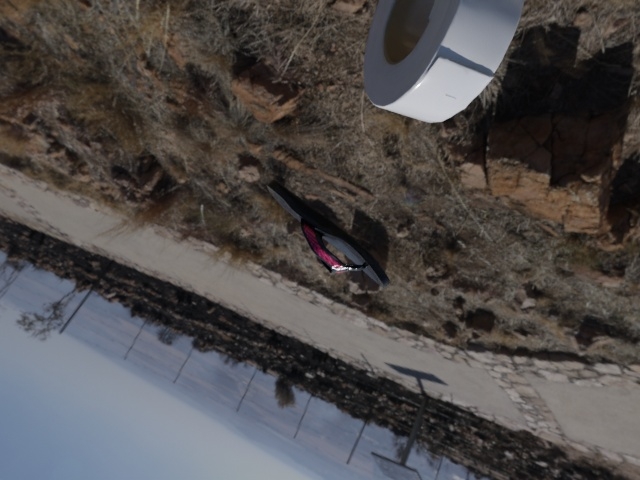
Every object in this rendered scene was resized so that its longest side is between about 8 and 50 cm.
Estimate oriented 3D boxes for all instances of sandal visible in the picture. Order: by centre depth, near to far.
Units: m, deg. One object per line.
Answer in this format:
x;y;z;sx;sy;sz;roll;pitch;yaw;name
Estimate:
0.000;0.000;0.493;0.179;0.040;0.067;38;169;18;sandal

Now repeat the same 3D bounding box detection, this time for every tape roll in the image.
0.176;-0.334;0.695;0.100;0.286;0.286;11;161;-22;tape roll
